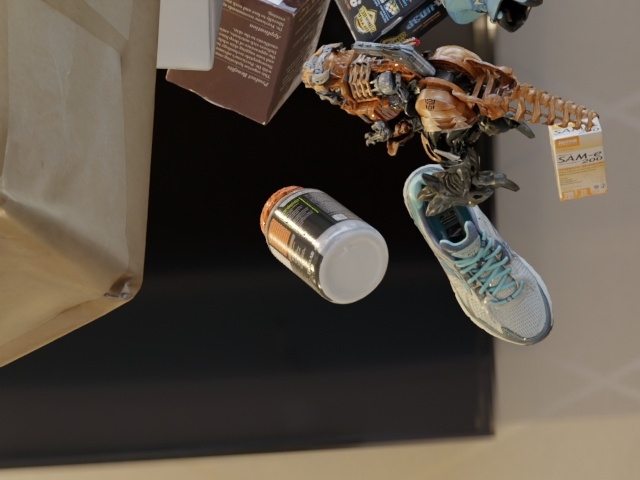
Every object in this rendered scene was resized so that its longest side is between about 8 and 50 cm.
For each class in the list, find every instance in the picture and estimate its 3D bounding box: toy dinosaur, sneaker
[{"bbox_3d":[0.138,-0.142,1.735,0.322,0.164,0.218,33,167,35],"label":"toy dinosaur"},{"bbox_3d":[0.199,0.025,2.063,0.283,0.110,0.122,52,-173,6],"label":"sneaker"},{"bbox_3d":[0.168,-0.235,1.536,0.162,0.063,0.073,159,101,-69],"label":"sneaker"}]

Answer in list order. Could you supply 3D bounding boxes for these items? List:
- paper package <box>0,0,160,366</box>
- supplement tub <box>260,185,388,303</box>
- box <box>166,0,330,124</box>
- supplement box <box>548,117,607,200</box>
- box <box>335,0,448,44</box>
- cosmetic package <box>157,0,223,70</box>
[{"bbox_3d":[-0.264,-0.068,0.993,0.168,0.309,0.325,38,-143,-38],"label":"paper package"},{"bbox_3d":[0.000,0.000,2.168,0.190,0.117,0.117,39,138,52],"label":"supplement tub"},{"bbox_3d":[-0.097,-0.312,2.233,0.167,0.168,0.203,-56,-12,-47],"label":"box"},{"bbox_3d":[0.322,-0.101,1.958,0.036,0.062,0.098,-94,-8,-52],"label":"supplement box"},{"bbox_3d":[0.087,-0.339,1.834,0.051,0.175,0.220,29,-150,-51],"label":"box"},{"bbox_3d":[-0.221,-0.296,1.717,0.224,0.225,0.138,-89,1,-57],"label":"cosmetic package"}]
